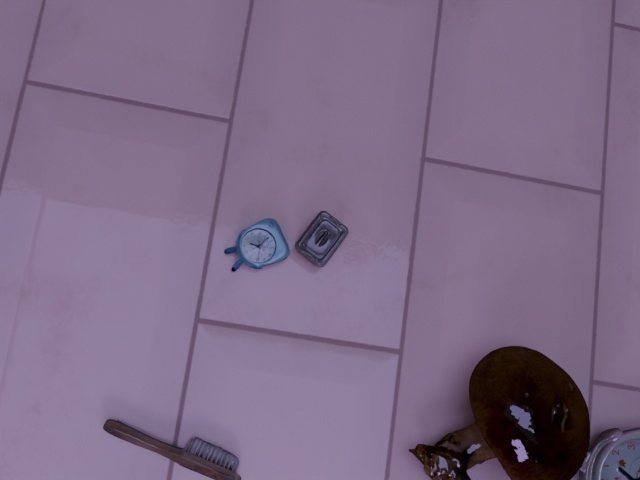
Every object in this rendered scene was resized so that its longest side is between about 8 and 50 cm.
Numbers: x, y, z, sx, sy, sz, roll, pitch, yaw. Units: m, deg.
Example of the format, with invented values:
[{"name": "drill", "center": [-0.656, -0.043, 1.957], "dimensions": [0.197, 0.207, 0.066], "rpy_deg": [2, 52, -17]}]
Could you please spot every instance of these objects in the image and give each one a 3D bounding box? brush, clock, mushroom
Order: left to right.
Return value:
[{"name": "brush", "center": [-0.323, 0.458, 1.761], "dimensions": [0.327, 0.070, 0.065], "rpy_deg": [23, 57, -3]}, {"name": "clock", "center": [-0.155, 0.018, 1.887], "dimensions": [0.147, 0.045, 0.108], "rpy_deg": [-24, 83, -13]}, {"name": "mushroom", "center": [0.449, 0.446, 1.835], "dimensions": [0.331, 0.356, 0.334], "rpy_deg": [39, 34, 7]}, {"name": "clock", "center": [0.753, 0.580, 1.901], "dimensions": [0.324, 0.108, 0.265], "rpy_deg": [3, 79, -9]}]

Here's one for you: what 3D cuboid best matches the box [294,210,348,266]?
[{"name": "box", "center": [0.000, 0.000, 1.909], "dimensions": [0.089, 0.062, 0.122], "rpy_deg": [38, 76, -1]}]
